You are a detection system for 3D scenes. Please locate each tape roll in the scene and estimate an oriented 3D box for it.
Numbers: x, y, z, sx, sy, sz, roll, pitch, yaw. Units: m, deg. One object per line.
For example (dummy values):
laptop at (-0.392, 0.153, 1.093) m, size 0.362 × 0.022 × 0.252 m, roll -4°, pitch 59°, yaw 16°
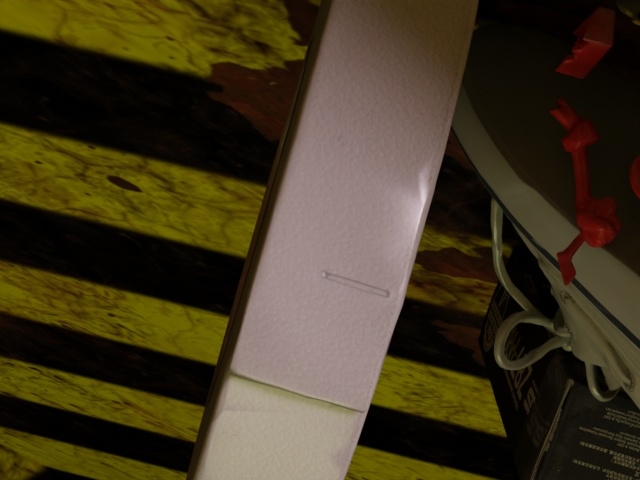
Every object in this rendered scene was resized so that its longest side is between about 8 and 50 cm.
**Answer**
tape roll at (0.000, 0.000, 1.036) m, size 0.072 × 0.392 × 0.392 m, roll 16°, pitch 160°, yaw -2°

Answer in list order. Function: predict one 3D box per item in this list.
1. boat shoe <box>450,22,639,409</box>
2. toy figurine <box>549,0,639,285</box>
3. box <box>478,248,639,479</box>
boat shoe at (0.182, 0.041, 1.127) m, size 0.367 × 0.136 × 0.156 m, roll 48°, pitch 139°, yaw 20°
toy figurine at (0.319, -0.053, 0.977) m, size 0.362 × 0.191 × 0.217 m, roll 17°, pitch 155°, yaw -9°
box at (0.324, 0.140, 1.381) m, size 0.395 × 0.097 × 0.318 m, roll 17°, pitch -167°, yaw -6°
